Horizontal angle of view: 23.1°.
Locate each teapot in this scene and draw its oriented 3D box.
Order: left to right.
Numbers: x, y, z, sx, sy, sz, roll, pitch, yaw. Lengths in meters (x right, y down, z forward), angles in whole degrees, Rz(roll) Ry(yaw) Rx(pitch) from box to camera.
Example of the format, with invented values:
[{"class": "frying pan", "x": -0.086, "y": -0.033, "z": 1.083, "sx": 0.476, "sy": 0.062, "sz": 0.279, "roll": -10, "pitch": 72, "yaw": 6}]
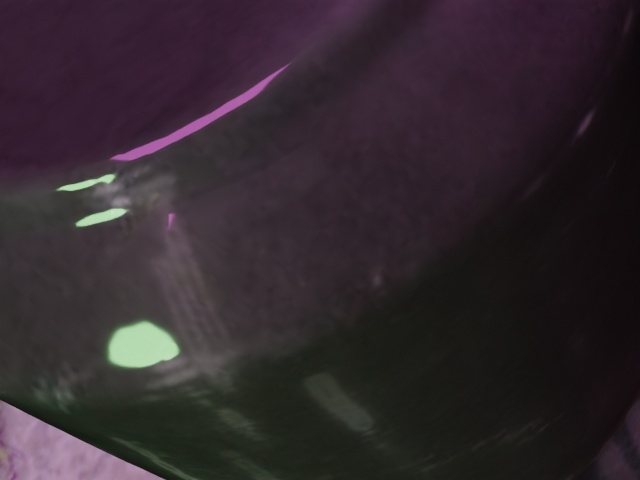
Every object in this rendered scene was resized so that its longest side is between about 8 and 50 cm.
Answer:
[{"class": "teapot", "x": 0.000, "y": 0.000, "z": 0.674, "sx": 0.305, "sy": 0.361, "sz": 0.376, "roll": -43, "pitch": 39, "yaw": -14}]
